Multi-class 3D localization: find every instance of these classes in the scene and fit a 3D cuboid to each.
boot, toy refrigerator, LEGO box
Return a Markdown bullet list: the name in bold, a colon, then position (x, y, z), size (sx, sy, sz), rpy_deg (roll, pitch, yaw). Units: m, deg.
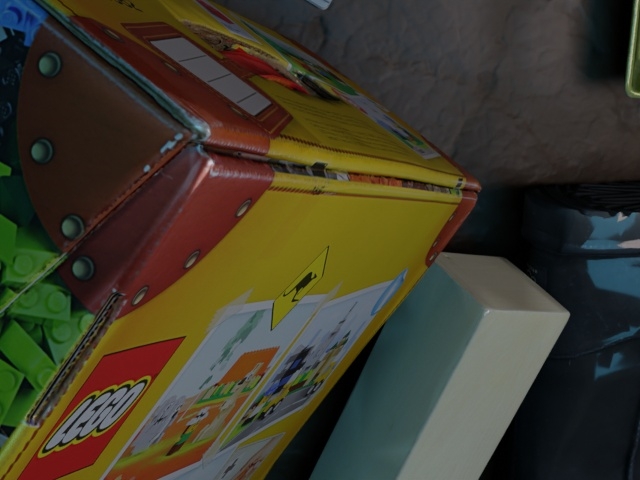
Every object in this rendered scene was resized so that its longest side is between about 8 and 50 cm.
- **boot**: position (0.339, 0.172, 0.990), size (0.367, 0.146, 0.445), rpy_deg (-1, 105, -4)
- **toy refrigerator**: position (0.083, 0.143, 0.917), size (0.102, 0.094, 0.270), rpy_deg (4, 119, -39)
- **LEGO box**: position (-0.132, 0.053, 0.612), size (0.193, 0.500, 0.372), rpy_deg (39, 101, 13)

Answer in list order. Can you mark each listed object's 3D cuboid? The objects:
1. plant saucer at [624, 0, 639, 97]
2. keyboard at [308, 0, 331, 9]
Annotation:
- **plant saucer**: position (0.331, -0.216, 0.911), size (0.188, 0.045, 0.188), rpy_deg (-4, 110, -14)
- **keyboard**: position (0.040, -0.300, 0.828), size (0.072, 0.014, 0.256), rpy_deg (29, 99, -16)
